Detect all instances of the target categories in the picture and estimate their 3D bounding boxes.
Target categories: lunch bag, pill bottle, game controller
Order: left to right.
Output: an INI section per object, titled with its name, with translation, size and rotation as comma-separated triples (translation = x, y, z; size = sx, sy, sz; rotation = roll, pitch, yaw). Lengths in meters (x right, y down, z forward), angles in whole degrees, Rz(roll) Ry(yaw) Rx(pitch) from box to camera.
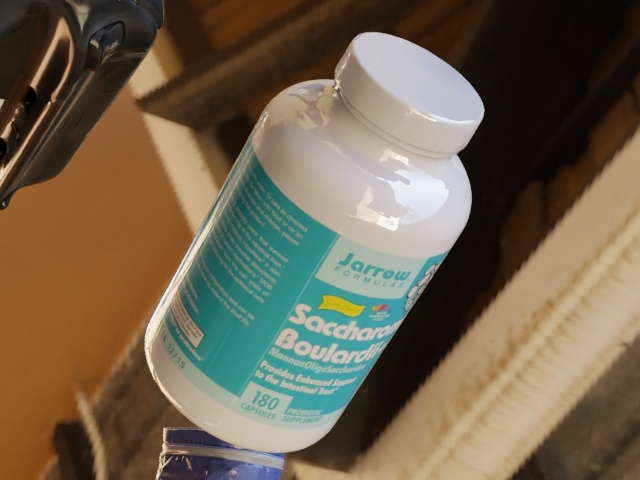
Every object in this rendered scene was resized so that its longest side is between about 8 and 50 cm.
[game controller]
translation = -0.198, -0.083, 0.823
size = 0.319, 0.166, 0.067
rotation = 145, -53, -63
[lunch bag]
translation = -0.072, 0.160, 1.057
size = 0.098, 0.067, 0.065
rotation = -5, -109, 49
[pill bottle]
translation = 0.000, 0.000, 0.957
size = 0.264, 0.146, 0.146
rotation = -59, -142, 30
